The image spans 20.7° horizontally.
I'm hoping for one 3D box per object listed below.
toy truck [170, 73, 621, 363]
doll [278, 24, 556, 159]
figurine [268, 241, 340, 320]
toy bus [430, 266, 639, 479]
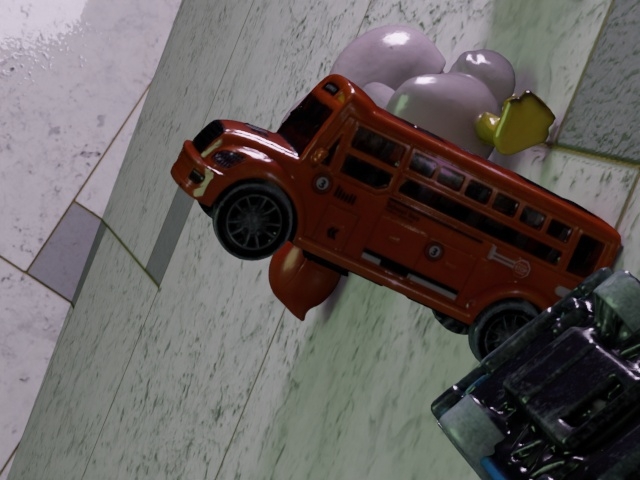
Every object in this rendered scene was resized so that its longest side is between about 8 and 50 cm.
[{"bbox_3d":[0.043,-0.018,1.029,0.114,0.252,0.107,-62,16,7],"label":"toy truck"},{"bbox_3d":[0.057,-0.093,1.337,0.160,0.094,0.365,-44,15,-4],"label":"doll"},{"bbox_3d":[0.000,0.000,1.522,0.075,0.068,0.140,-131,57,-70],"label":"figurine"},{"bbox_3d":[0.144,0.108,0.720,0.116,0.134,0.234,-37,17,-1],"label":"toy bus"}]
